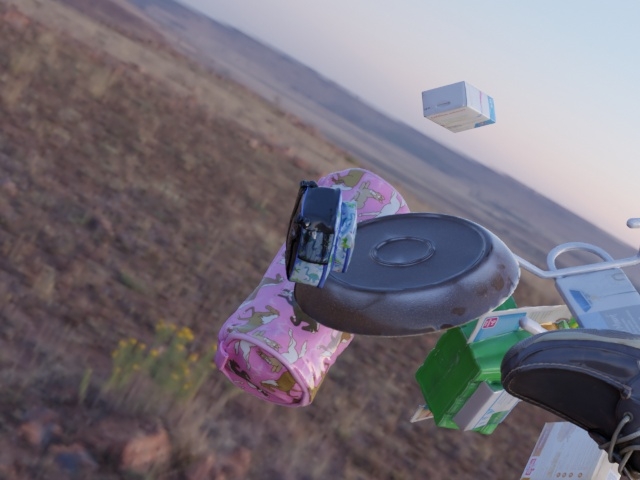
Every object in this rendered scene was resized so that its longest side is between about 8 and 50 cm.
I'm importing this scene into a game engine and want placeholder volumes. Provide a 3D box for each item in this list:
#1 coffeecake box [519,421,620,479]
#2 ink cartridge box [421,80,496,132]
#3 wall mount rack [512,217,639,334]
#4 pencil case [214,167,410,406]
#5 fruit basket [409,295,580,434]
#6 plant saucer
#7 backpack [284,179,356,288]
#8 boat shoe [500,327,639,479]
[{"bbox_3d":[0.497,0.426,2.177,0.068,0.142,0.185,44,-30,-20],"label":"coffeecake box"},{"bbox_3d":[0.249,-0.239,2.019,0.089,0.052,0.122,-11,-14,32],"label":"ink cartridge box"},{"bbox_3d":[0.405,0.078,1.716,0.304,0.130,0.350,-8,38,-10],"label":"wall mount rack"},{"bbox_3d":[-0.007,0.068,1.701,0.167,0.386,0.160,7,-41,33],"label":"pencil case"},{"bbox_3d":[0.359,0.211,1.905,0.353,0.327,0.165,1,52,-23],"label":"fruit basket"},{"bbox_3d":[0.114,0.032,1.533,0.311,0.050,0.310,-7,25,3],"label":"plant saucer"},{"bbox_3d":[0.000,0.000,1.394,0.084,0.114,0.105,13,35,-5],"label":"backpack"},{"bbox_3d":[0.376,0.198,1.261,0.355,0.130,0.132,13,-37,4],"label":"boat shoe"}]
